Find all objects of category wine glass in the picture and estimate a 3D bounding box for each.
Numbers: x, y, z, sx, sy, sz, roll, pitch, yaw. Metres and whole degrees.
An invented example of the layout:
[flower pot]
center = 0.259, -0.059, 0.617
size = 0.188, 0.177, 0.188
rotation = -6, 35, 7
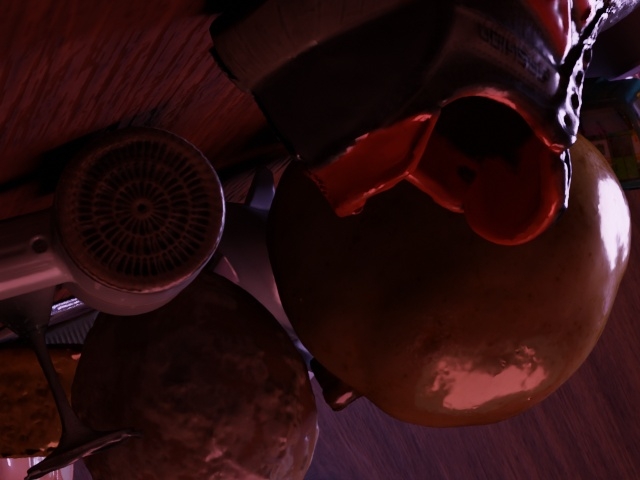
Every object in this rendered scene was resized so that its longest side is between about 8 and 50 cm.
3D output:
[wine glass]
center = -0.209, 0.081, 1.237
size = 0.122, 0.183, 0.122
rotation = -23, 173, -3

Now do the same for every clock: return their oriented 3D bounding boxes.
[clock]
center = 0.294, -0.186, 1.508
size = 0.150, 0.063, 0.197
rotation = -21, 176, -32

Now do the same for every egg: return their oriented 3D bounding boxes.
[egg]
center = -0.104, 0.136, 1.358
size = 0.203, 0.245, 0.203
rotation = -11, -159, 4

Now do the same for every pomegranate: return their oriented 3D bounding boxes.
[pomegranate]
center = 0.107, 0.005, 1.335
size = 0.307, 0.307, 0.307
rotation = -24, 176, -2

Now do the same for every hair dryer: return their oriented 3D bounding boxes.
[hair dryer]
center = -0.244, 0.021, 1.060
size = 0.357, 0.107, 0.173
rotation = -14, 173, -13

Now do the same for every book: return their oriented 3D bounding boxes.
[book]
center = -0.301, 0.083, 1.959
size = 0.182, 0.014, 0.127
rotation = -20, 175, -44

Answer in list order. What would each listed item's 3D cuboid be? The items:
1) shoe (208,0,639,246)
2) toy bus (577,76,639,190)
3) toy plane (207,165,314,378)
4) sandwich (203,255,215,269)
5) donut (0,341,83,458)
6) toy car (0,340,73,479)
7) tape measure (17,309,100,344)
[shoe]
center = 0.102, -0.087, 0.892
size = 0.336, 0.171, 0.132
rotation = -19, 174, -44
[toy bus]
center = 0.179, -0.079, 1.473
size = 0.262, 0.109, 0.091
rotation = -7, -160, 26
[toy plane]
center = -0.027, 0.027, 1.503
size = 0.252, 0.252, 0.118
rotation = -21, -152, -39
[sandwich]
center = -0.124, 0.027, 1.626
size = 0.159, 0.079, 0.235
rotation = -41, -167, 5
[donut]
center = -0.283, 0.154, 1.639
size = 0.303, 0.110, 0.303
rotation = 0, 177, 0
[toy car]
center = -0.399, 0.257, 1.996
size = 0.180, 0.212, 0.270
rotation = -20, 164, 7
[tape measure]
center = -0.314, 0.161, 2.235
size = 0.207, 0.115, 0.235
rotation = -27, 176, 8
